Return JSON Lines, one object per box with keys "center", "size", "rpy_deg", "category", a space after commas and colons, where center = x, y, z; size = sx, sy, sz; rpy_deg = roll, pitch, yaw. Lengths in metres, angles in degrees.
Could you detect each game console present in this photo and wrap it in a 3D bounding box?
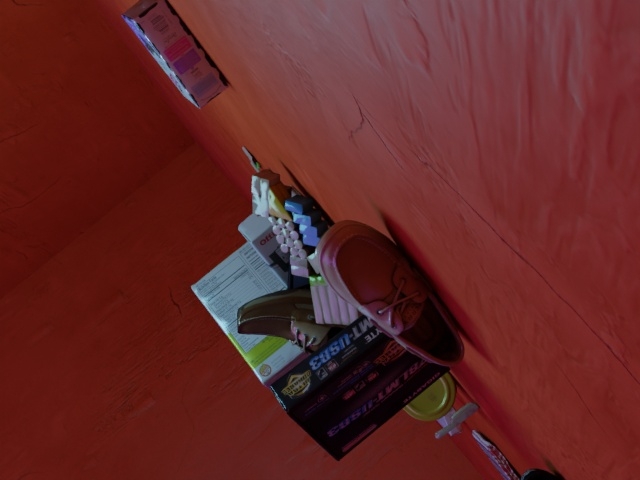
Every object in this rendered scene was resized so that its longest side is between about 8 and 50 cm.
{"center": [-0.008, 0.071, 1.949], "size": [0.071, 0.107, 0.122], "rpy_deg": [27, 122, 42], "category": "game console"}

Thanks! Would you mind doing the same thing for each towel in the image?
{"center": [0.454, 0.559, 2.267], "size": [0.197, 0.029, 0.144], "rpy_deg": [53, 175, -6], "category": "towel"}

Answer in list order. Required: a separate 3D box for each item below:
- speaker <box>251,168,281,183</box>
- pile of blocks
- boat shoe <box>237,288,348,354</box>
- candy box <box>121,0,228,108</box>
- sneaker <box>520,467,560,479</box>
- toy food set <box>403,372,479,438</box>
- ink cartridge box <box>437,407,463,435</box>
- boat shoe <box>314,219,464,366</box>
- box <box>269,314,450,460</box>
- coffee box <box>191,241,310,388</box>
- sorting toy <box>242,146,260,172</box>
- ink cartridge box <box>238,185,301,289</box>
{"center": [-0.101, -0.103, 2.139], "size": [0.136, 0.055, 0.055], "rpy_deg": [49, 175, 18], "category": "speaker"}
{"center": [0.000, 0.000, 1.846], "size": [0.112, 0.149, 0.362], "rpy_deg": [-34, -85, -52], "category": "pile of blocks"}
{"center": [-0.013, 0.176, 1.933], "size": [0.122, 0.324, 0.120], "rpy_deg": [101, 164, -60], "category": "boat shoe"}
{"center": [-0.267, -0.347, 1.671], "size": [0.196, 0.070, 0.165], "rpy_deg": [53, 175, -24], "category": "candy box"}
{"center": [0.431, 0.507, 1.510], "size": [0.302, 0.108, 0.121], "rpy_deg": [49, 180, 32], "category": "sneaker"}
{"center": [0.228, 0.313, 1.956], "size": [0.218, 0.128, 0.071], "rpy_deg": [45, -165, 14], "category": "toy food set"}
{"center": [0.327, 0.436, 2.546], "size": [0.145, 0.045, 0.179], "rpy_deg": [-141, 30, -71], "category": "ink cartridge box"}
{"center": [0.107, 0.081, 1.282], "size": [0.302, 0.109, 0.098], "rpy_deg": [47, 174, -38], "category": "boat shoe"}
{"center": [0.085, 0.259, 1.712], "size": [0.073, 0.295, 0.293], "rpy_deg": [50, 175, 37], "category": "box"}
{"center": [-0.077, 0.181, 2.415], "size": [0.334, 0.338, 0.337], "rpy_deg": [49, 175, 22], "category": "coffee box"}
{"center": [-0.166, -0.196, 2.301], "size": [0.083, 0.012, 0.062], "rpy_deg": [51, 172, 42], "category": "sorting toy"}
{"center": [-0.057, 0.008, 1.995], "size": [0.208, 0.153, 0.087], "rpy_deg": [52, 175, -34], "category": "ink cartridge box"}
